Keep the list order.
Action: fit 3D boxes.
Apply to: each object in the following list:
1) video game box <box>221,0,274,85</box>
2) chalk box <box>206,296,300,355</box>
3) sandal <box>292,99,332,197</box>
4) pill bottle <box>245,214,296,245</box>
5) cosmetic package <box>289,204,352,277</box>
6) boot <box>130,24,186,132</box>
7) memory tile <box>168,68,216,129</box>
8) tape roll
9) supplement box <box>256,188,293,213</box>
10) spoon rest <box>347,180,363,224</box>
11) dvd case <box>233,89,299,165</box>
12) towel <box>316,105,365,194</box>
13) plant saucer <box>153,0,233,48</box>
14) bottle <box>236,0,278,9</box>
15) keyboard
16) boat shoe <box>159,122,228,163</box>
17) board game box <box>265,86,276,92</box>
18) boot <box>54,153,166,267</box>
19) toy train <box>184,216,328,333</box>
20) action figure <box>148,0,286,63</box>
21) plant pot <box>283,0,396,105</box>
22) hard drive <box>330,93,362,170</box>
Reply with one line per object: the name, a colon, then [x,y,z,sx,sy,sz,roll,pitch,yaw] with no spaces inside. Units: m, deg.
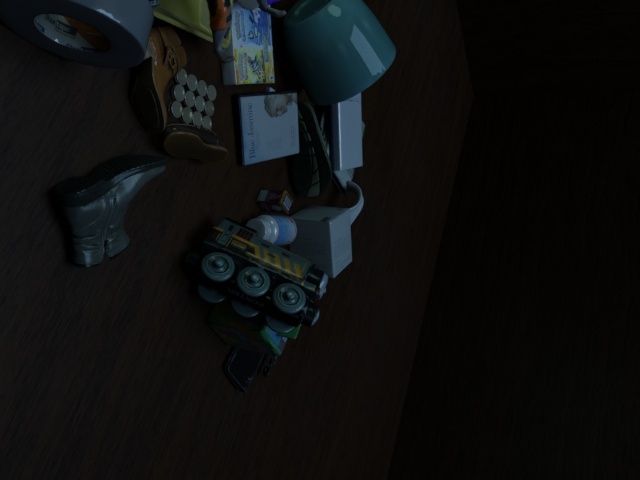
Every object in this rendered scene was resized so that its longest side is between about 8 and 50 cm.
video game box: [-0.184,-0.497,1.459,0.187,0.048,0.205,-28,120,-57]
chalk box: [-0.151,0.197,1.462,0.132,0.212,0.132,-68,150,-31]
sandal: [-0.033,-0.274,1.743,0.086,0.120,0.303,-79,162,-68]
pill bottle: [-0.137,-0.027,1.594,0.160,0.087,0.087,-3,97,-65]
cosmetic package: [0.000,0.000,1.808,0.151,0.151,0.184,-36,127,-58]
boot: [-0.321,-0.333,1.181,0.152,0.072,0.197,-55,144,-52]
memory tile: [-0.288,-0.315,1.316,0.148,0.012,0.113,14,82,-65]
tape roll: [-0.374,-0.349,0.895,0.219,0.219,0.072,28,70,-62]
supplement box: [-0.126,-0.108,1.605,0.055,0.083,0.043,56,46,-52]
spoon rest: [0.071,-0.080,1.978,0.276,0.084,0.137,-59,149,-24]
dvd case: [-0.140,-0.310,1.571,0.253,0.022,0.181,-24,118,-52]
towel: [0.074,-0.369,2.005,0.324,0.056,0.312,51,50,-54]
plant saucer: [-0.298,-0.592,1.168,0.332,0.080,0.333,-4,99,-64]
bottle: [-0.132,-0.633,1.412,0.283,0.118,0.092,-68,168,-51]
keyboard: [-0.165,0.286,1.660,0.317,0.033,0.202,-63,140,-37]
boat shoe: [-0.286,-0.223,1.285,0.073,0.073,0.207,61,17,15]
board game box: [-0.129,-0.369,1.623,0.090,0.020,0.090,17,79,-63]
boot: [-0.387,-0.061,1.104,0.246,0.083,0.161,-40,137,-48]
toy train: [-0.143,0.079,1.361,0.142,0.333,0.190,111,3,-51]
action figure: [-0.239,-0.512,1.104,0.341,0.178,0.330,-42,130,-18]
plant pot: [0.030,-0.568,1.641,0.235,0.292,0.293,51,48,-36]
hard drive: [0.087,-0.401,1.933,0.210,0.040,0.319,-25,116,-64]
